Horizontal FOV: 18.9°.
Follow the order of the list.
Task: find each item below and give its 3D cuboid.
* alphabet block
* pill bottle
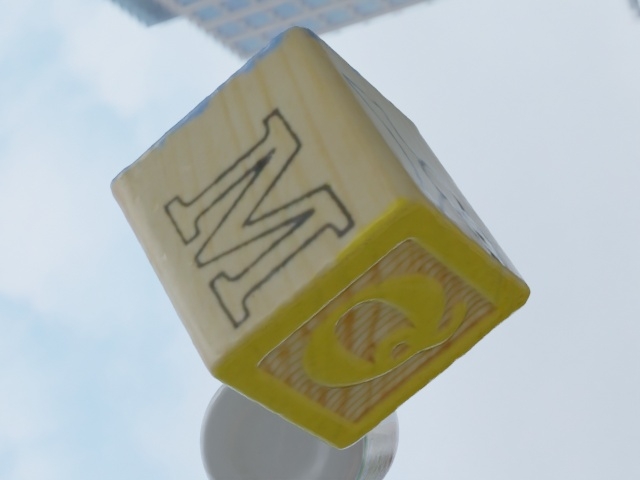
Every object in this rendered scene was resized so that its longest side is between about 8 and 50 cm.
[{"bbox_3d":[0.000,0.000,1.396,0.192,0.193,0.197,35,-162,-50],"label":"alphabet block"},{"bbox_3d":[-0.007,0.167,1.660,0.245,0.136,0.136,11,-109,-77],"label":"pill bottle"}]
